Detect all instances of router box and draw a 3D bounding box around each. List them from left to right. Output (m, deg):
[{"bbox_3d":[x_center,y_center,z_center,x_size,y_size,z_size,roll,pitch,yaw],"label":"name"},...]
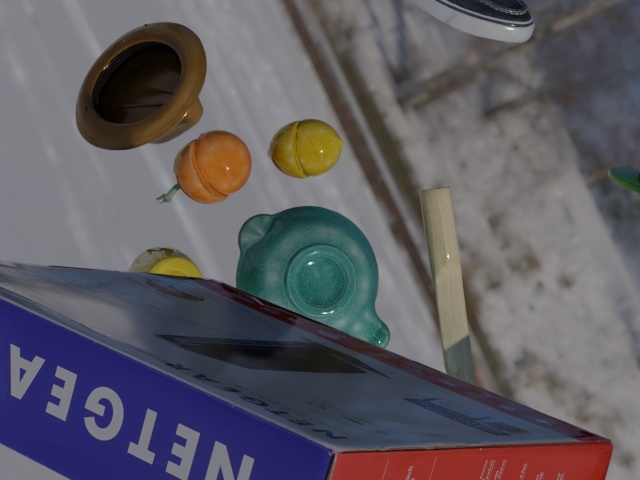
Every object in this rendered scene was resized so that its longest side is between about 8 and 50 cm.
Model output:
[{"bbox_3d":[-0.041,0.104,1.199,0.335,0.082,0.301,21,8,34],"label":"router box"}]

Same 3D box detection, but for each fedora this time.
[{"bbox_3d":[-0.202,-0.171,2.377,0.079,0.194,0.194,42,17,-46],"label":"fedora"}]

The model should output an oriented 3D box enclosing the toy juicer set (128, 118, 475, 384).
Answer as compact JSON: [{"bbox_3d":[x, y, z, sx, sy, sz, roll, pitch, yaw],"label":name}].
[{"bbox_3d":[0.000,0.000,1.810,0.089,0.329,0.209,-179,-78,-76],"label":"toy juicer set"}]

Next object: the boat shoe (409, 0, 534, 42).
[{"bbox_3d":[0.097,-0.228,1.570,0.183,0.083,0.065,29,28,11],"label":"boat shoe"}]

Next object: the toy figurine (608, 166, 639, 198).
[{"bbox_3d":[0.426,-0.127,2.343,0.173,0.130,0.159,-70,177,-74],"label":"toy figurine"}]
